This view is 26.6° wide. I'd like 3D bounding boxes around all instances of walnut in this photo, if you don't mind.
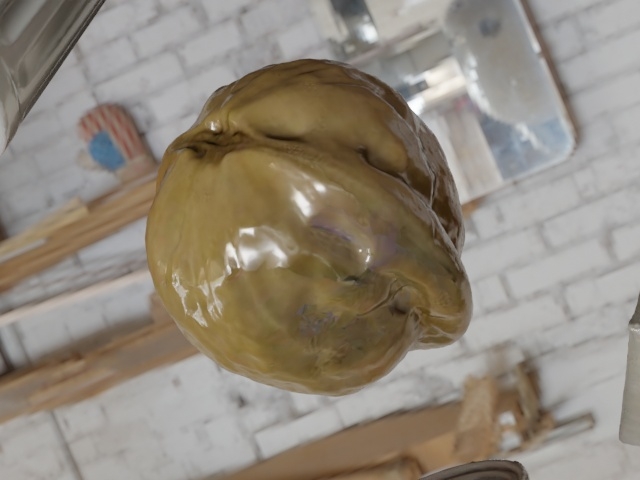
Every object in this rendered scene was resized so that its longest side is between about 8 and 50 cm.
[{"bbox_3d":[-0.004,-0.013,1.477,0.383,0.384,0.383,-23,-178,1],"label":"walnut"}]

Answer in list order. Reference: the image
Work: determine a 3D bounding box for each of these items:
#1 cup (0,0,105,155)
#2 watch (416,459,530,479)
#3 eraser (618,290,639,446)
[{"bbox_3d":[-0.190,-0.178,0.651,0.167,0.221,0.202,-17,-144,54],"label":"cup"},{"bbox_3d":[0.070,0.283,0.990,0.231,0.196,0.244,-21,-173,38],"label":"watch"},{"bbox_3d":[0.387,0.111,0.940,0.343,0.144,0.078,10,-133,16],"label":"eraser"}]
